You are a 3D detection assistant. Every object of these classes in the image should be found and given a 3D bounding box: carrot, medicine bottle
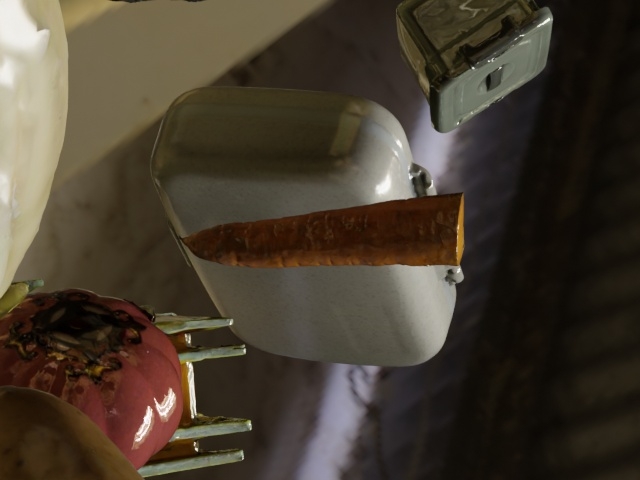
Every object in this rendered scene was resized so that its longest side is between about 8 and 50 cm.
[{"bbox_3d":[0.000,0.000,1.511,0.224,0.057,0.057,-4,-143,9],"label":"carrot"},{"bbox_3d":[-0.011,-0.006,1.973,0.282,0.375,0.123,6,-121,20],"label":"medicine bottle"}]

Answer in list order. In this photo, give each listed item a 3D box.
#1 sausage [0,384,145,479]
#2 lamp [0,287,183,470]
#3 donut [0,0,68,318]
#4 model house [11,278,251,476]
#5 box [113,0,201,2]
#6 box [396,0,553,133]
[{"bbox_3d":[-0.066,0.296,1.094,0.136,0.501,0.123,-25,168,-12],"label":"sausage"},{"bbox_3d":[-0.198,0.122,1.562,0.182,0.140,0.182,6,-146,-4],"label":"lamp"},{"bbox_3d":[-0.258,-0.047,0.812,0.150,0.307,0.371,56,-43,41],"label":"donut"},{"bbox_3d":[-0.235,0.125,1.831,0.312,0.243,0.357,-6,180,13],"label":"model house"},{"bbox_3d":[-0.101,-0.265,1.370,0.212,0.201,0.042,0,-176,-16],"label":"box"},{"bbox_3d":[0.129,-0.176,1.733,0.124,0.093,0.172,-33,168,-4],"label":"box"}]
